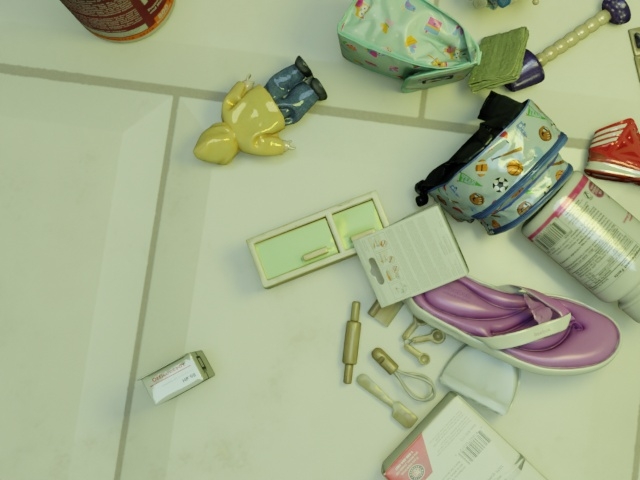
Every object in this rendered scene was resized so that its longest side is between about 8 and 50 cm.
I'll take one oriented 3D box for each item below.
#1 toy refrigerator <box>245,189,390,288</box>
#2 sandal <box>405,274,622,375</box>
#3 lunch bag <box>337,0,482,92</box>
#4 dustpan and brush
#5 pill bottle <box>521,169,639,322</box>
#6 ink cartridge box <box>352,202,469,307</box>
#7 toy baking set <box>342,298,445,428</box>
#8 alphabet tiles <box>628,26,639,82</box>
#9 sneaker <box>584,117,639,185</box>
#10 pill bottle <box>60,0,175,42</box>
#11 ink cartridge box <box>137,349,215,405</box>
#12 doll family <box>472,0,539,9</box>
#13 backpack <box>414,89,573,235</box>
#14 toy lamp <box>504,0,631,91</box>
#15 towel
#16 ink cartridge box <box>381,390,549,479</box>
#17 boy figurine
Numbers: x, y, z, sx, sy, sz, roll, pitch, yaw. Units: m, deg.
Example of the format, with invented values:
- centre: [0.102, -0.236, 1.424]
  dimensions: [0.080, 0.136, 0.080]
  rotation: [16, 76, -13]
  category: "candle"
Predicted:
- centre: [0.000, 0.000, 1.715]
  dimensions: [0.269, 0.094, 0.102]
  rotation: [-21, 84, -1]
  category: "toy refrigerator"
- centre: [0.361, 0.144, 1.653]
  dimensions: [0.416, 0.102, 0.169]
  rotation: [13, 62, 8]
  category: "sandal"
- centre: [0.173, -0.376, 1.677]
  dimensions: [0.262, 0.223, 0.160]
  rotation: [25, 92, 2]
  category: "lunch bag"
- centre: [0.342, 0.213, 1.711]
  dimensions: [0.147, 0.060, 0.211]
  rotation: [27, 93, 16]
  category: "dustpan and brush"
- centre: [0.536, 0.015, 1.663]
  dimensions: [0.283, 0.160, 0.160]
  rotation: [41, 88, 4]
  category: "pill bottle"
- centre: [0.171, 0.029, 1.661]
  dimensions: [0.179, 0.045, 0.145]
  rotation: [-23, 96, 18]
  category: "ink cartridge box"
- centre: [0.137, 0.228, 1.718]
  dimensions: [0.196, 0.030, 0.256]
  rotation: [11, 86, 6]
  category: "toy baking set"
- centre: [0.802, -0.375, 1.764]
  dimensions: [0.342, 0.011, 0.285]
  rotation: [-11, 84, 1]
  category: "alphabet tiles"
- centre: [0.635, -0.172, 1.715]
  dimensions: [0.221, 0.087, 0.128]
  rotation: [11, 87, 2]
  category: "sneaker"
- centre: [-0.408, -0.527, 1.623]
  dimensions: [0.224, 0.392, 0.224]
  rotation: [0, 86, 2]
  category: "pill bottle"
- centre: [-0.269, 0.259, 1.658]
  dimensions: [0.104, 0.180, 0.060]
  rotation: [-28, 85, 0]
  category: "ink cartridge box"
- centre: [0.330, -0.550, 1.734]
  dimensions: [0.163, 0.118, 0.263]
  rotation: [-33, 87, -32]
  category: "doll family"
- centre: [0.334, -0.137, 1.632]
  dimensions: [0.213, 0.263, 0.276]
  rotation: [39, 86, 4]
  category: "backpack"
- centre: [0.480, -0.387, 1.744]
  dimensions: [0.274, 0.080, 0.080]
  rotation: [-33, 85, -4]
  category: "toy lamp"
- centre: [0.349, -0.353, 1.720]
  dimensions: [0.110, 0.027, 0.148]
  rotation: [-7, 51, 37]
  category: "towel"
- centre: [0.285, 0.456, 1.655]
  dimensions: [0.283, 0.117, 0.207]
  rotation: [44, 87, 5]
  category: "ink cartridge box"
- centre: [-0.120, -0.235, 1.741]
  dimensions: [0.285, 0.092, 0.177]
  rotation: [-38, 85, -1]
  category: "boy figurine"
